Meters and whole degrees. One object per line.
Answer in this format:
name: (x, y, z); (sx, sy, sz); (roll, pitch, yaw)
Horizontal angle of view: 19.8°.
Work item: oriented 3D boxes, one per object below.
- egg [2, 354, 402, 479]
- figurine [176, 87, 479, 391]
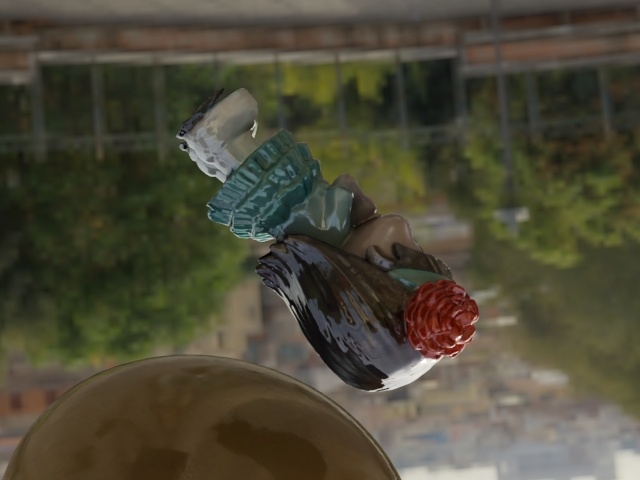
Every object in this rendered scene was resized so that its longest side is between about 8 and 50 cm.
egg: (-0.092, 0.239, 1.416); (0.301, 0.301, 0.374); (1, -173, -37)
figurine: (0.000, 0.000, 1.270); (0.110, 0.245, 0.138); (-43, 174, -10)
